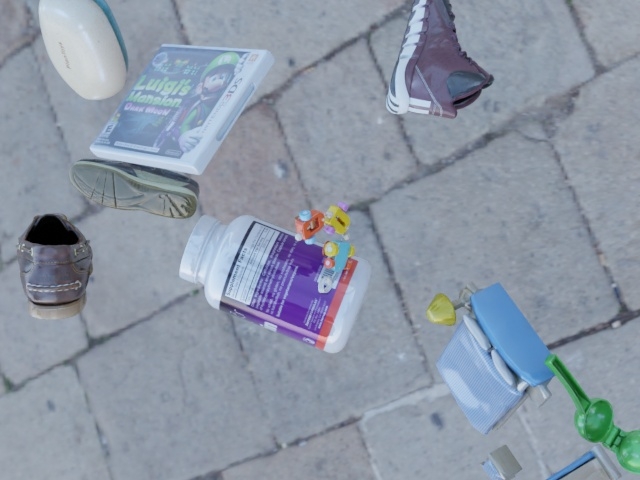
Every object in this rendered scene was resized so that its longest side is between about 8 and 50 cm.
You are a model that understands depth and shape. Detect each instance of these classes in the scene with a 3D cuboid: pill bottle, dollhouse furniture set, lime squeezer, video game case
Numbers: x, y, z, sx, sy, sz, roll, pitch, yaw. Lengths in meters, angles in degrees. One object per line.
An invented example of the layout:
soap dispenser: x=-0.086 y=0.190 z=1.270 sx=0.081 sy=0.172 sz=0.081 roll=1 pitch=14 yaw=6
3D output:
pill bottle: x=-0.081 y=0.068 z=1.870 sx=0.323 sy=0.181 sz=0.181 roll=21 pitch=108 yaw=4
dollhouse furniture set: x=0.178 y=0.252 z=1.341 sx=0.303 sy=0.198 sz=0.286 roll=58 pitch=155 yaw=20
lime squeezer: x=0.383 y=0.237 z=1.278 sx=0.310 sy=0.059 sz=0.110 roll=38 pitch=147 yaw=-3
video game case: x=-0.166 y=-0.161 z=1.233 sx=0.190 sy=0.022 sz=0.173 roll=12 pitch=62 yaw=40

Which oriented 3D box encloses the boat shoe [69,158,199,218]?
boat shoe: x=-0.317 y=-0.098 z=1.797 sx=0.224 sy=0.073 sz=0.080 roll=15 pitch=128 yaw=-2

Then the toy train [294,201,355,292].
toy train: x=0.000 y=0.000 z=1.741 sx=0.046 sy=0.125 sz=0.166 roll=21 pitch=139 yaw=38

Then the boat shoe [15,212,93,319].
boat shoe: x=-0.253 y=0.010 z=0.995 sx=0.207 sy=0.073 sz=0.073 roll=-142 pitch=47 yaw=-67

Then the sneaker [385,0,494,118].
sneaker: x=0.216 y=-0.315 z=1.727 sx=0.163 sy=0.106 sz=0.281 roll=16 pitch=70 yaw=4

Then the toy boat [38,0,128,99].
toy boat: x=-0.404 y=-0.374 z=2.067 sx=0.318 sy=0.148 sz=0.267 roll=27 pitch=147 yaw=19
